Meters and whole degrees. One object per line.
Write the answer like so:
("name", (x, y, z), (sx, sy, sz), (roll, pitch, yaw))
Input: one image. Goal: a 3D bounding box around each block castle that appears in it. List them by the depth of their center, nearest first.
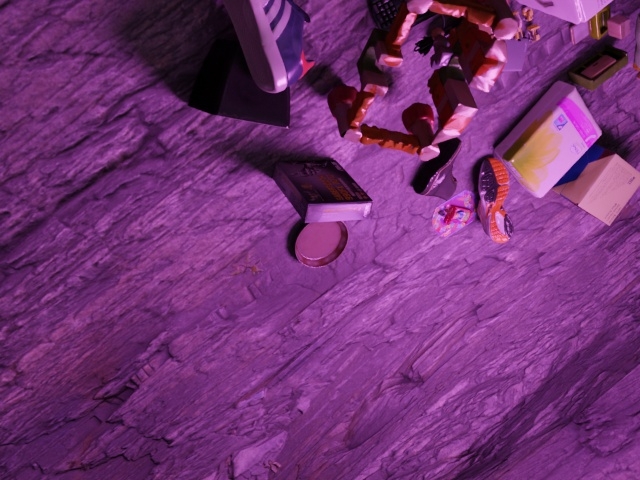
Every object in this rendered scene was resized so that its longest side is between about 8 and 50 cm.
("block castle", (0.229, -0.426, 1.649), (0.303, 0.212, 0.453), (9, 137, -19))

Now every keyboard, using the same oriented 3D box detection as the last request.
("keyboard", (0.292, -0.582, 1.729), (0.317, 0.033, 0.201), (-27, 115, 6))

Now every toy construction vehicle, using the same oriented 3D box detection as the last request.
("toy construction vehicle", (0.565, -0.587, 1.921), (0.086, 0.035, 0.098), (-22, 112, -20))

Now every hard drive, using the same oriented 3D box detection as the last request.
("hard drive", (0.516, -0.521, 1.962), (0.135, 0.022, 0.094), (-8, 122, -24))

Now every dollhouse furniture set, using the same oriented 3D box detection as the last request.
("dollhouse furniture set", (0.850, -0.516, 1.962), (0.151, 0.301, 0.197), (-35, 132, -8))

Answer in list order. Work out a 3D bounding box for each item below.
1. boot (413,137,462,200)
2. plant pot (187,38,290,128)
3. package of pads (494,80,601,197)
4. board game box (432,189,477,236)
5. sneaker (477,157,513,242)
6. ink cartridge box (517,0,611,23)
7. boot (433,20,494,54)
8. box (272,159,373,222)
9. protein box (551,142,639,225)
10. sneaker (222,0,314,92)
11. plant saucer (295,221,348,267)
("boot", (0.376, -0.209, 2.062), (0.137, 0.077, 0.198), (13, 126, -39))
("plant pot", (-0.174, -0.363, 1.600), (0.187, 0.188, 0.167), (6, 102, -31))
("package of pads", (0.700, -0.302, 2.150), (0.296, 0.101, 0.229), (-47, 128, 5))
("board game box", (0.430, -0.075, 2.193), (0.169, 0.033, 0.133), (-31, 129, -7))
("sneaker", (0.522, -0.126, 2.177), (0.099, 0.121, 0.262), (-10, 100, -12))
("ink cartridge box", (0.689, -0.748, 1.743), (0.385, 0.279, 0.160), (-40, 129, -1))
("boot", (0.376, -0.627, 1.786), (0.236, 0.089, 0.269), (-26, 126, -15))
("box", (0.002, -0.131, 1.798), (0.183, 0.231, 0.056), (-3, 124, -26))
("protein box", (0.916, -0.190, 2.314), (0.201, 0.136, 0.199), (23, 106, -36))
("sneaker", (-0.107, -0.493, 1.455), (0.148, 0.131, 0.350), (-33, 124, -27))
("plant saucer", (0.000, 0.000, 2.011), (0.168, 0.029, 0.168), (-14, 126, -20))
